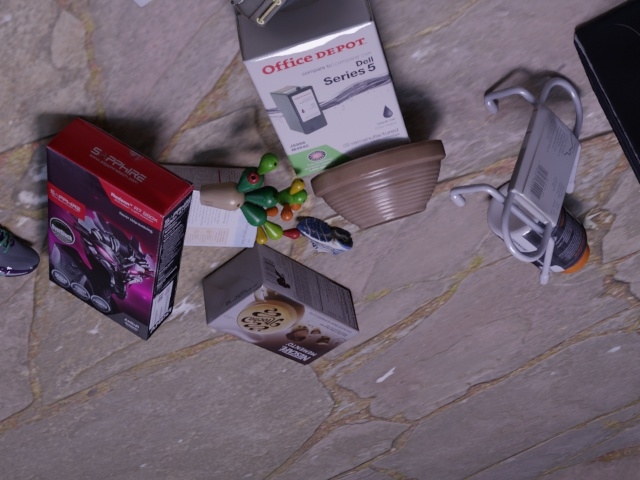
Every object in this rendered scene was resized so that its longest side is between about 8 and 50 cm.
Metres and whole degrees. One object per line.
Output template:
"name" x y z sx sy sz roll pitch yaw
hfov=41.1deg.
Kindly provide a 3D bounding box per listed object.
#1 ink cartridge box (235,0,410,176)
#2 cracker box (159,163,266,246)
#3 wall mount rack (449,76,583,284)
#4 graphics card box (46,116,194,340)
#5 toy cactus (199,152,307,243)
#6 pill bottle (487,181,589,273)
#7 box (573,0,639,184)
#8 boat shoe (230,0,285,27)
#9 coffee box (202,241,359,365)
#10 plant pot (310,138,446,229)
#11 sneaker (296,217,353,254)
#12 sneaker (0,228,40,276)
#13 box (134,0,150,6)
"ink cartridge box" 0.009 -0.246 1.323 0.198 0.114 0.273 -16 143 8
"cracker box" -0.225 -0.061 1.546 0.232 0.067 0.155 3 141 -15
"wall mount rack" 0.374 -0.093 1.480 0.304 0.350 0.130 36 154 -29
"graphics card box" -0.354 -0.007 1.474 0.233 0.094 0.371 31 140 8
"toy cactus" -0.112 -0.063 1.445 0.181 0.112 0.219 2 155 3
"pill bottle" 0.450 -0.016 1.715 0.130 0.130 0.246 -33 137 26
"box" 0.710 -0.186 1.278 0.480 0.471 0.297 -25 140 19
"boat shoe" -0.005 -0.394 1.120 0.305 0.109 0.091 -30 117 32
"coffee box" -0.080 0.140 1.799 0.168 0.118 0.297 -35 136 27
"plant pot" 0.110 -0.086 1.467 0.237 0.109 0.237 -17 179 0
"sneaker" 0.000 0.000 1.695 0.135 0.052 0.058 23 136 -35
"sneaker" -0.599 -0.005 1.520 0.224 0.083 0.098 19 129 -32
"box" -0.216 -0.420 1.040 0.181 0.119 0.182 -27 140 21
